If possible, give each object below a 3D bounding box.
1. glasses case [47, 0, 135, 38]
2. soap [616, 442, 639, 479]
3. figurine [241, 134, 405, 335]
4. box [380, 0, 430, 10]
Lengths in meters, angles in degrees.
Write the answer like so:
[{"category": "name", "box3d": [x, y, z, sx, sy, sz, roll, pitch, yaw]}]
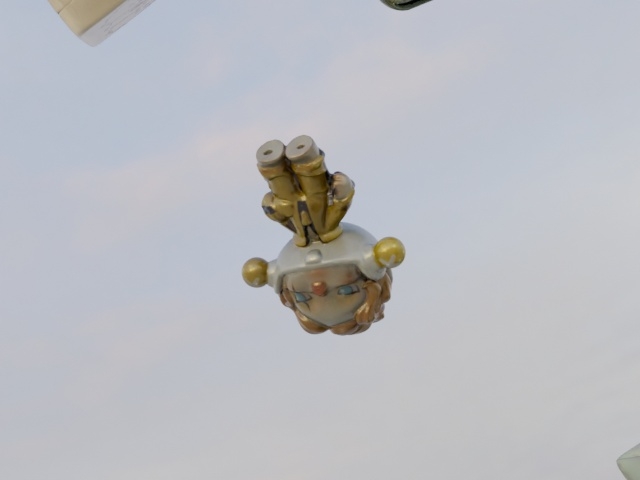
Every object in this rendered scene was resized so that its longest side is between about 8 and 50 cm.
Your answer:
[{"category": "glasses case", "box3d": [-0.262, -0.316, 2.158, 0.144, 0.076, 0.336, -37, 6, 0]}, {"category": "soap", "box3d": [0.383, 0.216, 1.438, 0.182, 0.138, 0.199, -39, -51, 3]}, {"category": "figurine", "box3d": [-0.005, 0.000, 1.094, 0.101, 0.068, 0.143, -31, -63, 30]}, {"category": "box", "box3d": [0.109, -0.242, 1.196, 0.172, 0.124, 0.093, -28, 15, -25]}]
